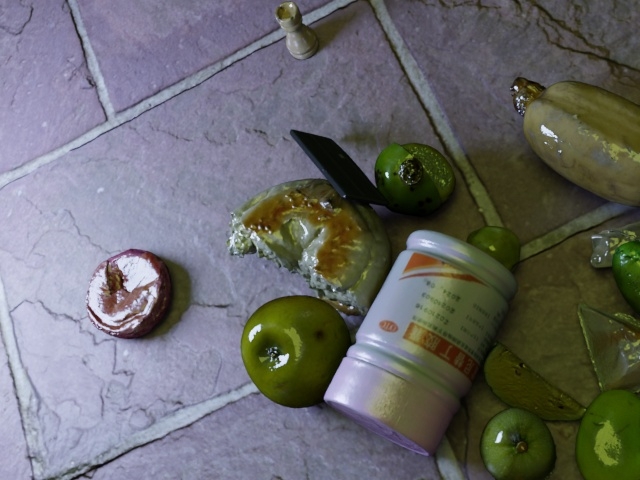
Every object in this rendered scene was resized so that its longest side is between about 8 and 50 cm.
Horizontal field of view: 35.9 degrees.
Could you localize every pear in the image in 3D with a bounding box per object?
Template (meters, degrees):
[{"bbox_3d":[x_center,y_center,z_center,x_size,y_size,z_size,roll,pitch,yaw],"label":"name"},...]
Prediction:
[{"bbox_3d":[0.291,0.017,1.677,0.097,0.092,0.092,28,78,25],"label":"pear"}]

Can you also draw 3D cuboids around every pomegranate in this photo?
[{"bbox_3d":[0.154,-0.102,1.731,0.122,0.169,0.143,-39,88,26],"label":"pomegranate"}]

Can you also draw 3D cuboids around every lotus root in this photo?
[{"bbox_3d":[0.459,-0.175,1.673,0.342,0.151,0.169,34,66,31],"label":"lotus root"}]

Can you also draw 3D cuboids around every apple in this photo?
[{"bbox_3d":[-0.043,0.184,1.662,0.196,0.157,0.196,-2,86,29],"label":"apple"}]

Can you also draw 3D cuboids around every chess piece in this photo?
[{"bbox_3d":[-0.049,-0.415,1.945,0.066,0.122,0.066,-6,66,15],"label":"chess piece"}]

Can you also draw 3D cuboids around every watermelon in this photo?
[{"bbox_3d":[0.320,0.234,1.566,0.181,0.092,0.075,38,90,-7],"label":"watermelon"}]

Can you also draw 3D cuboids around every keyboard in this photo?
[{"bbox_3d":[0.012,-0.163,1.801,0.041,0.103,0.381,-64,32,27],"label":"keyboard"}]

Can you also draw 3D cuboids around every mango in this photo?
[{"bbox_3d":[0.444,0.309,1.498,0.117,0.089,0.163,-3,67,2],"label":"mango"},{"bbox_3d":[0.538,0.069,1.553,0.178,0.119,0.100,43,45,10],"label":"mango"}]

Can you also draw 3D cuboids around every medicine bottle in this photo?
[{"bbox_3d":[0.164,0.164,1.588,0.202,0.202,0.316,23,77,24],"label":"medicine bottle"}]

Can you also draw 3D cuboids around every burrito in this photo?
[{"bbox_3d":[0.553,0.000,1.615,0.226,0.060,0.087,-11,66,12],"label":"burrito"}]

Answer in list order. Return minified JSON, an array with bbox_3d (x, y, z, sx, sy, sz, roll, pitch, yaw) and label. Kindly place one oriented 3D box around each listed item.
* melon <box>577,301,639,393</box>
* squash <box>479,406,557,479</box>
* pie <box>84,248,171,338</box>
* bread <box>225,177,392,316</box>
[{"bbox_3d":[0.475,0.180,1.549,0.202,0.093,0.139,29,89,32],"label":"melon"},{"bbox_3d":[0.296,0.314,1.496,0.123,0.187,0.123,-4,73,13],"label":"squash"},{"bbox_3d":[-0.362,0.099,1.864,0.182,0.049,0.182,-9,64,19],"label":"pie"},{"bbox_3d":[-0.001,-0.005,1.728,0.314,0.171,0.192,23,72,26],"label":"bread"}]
